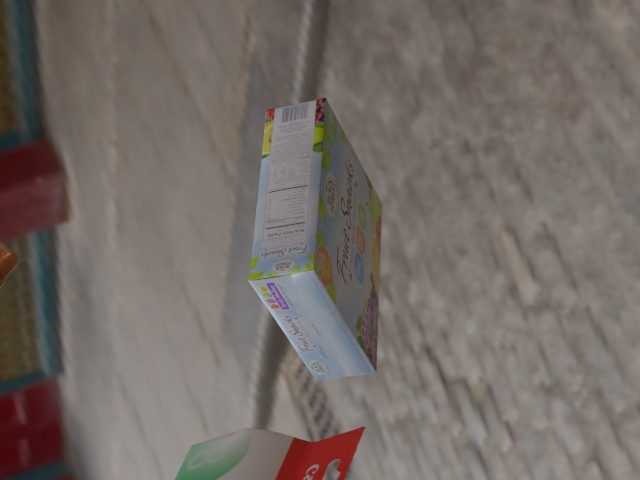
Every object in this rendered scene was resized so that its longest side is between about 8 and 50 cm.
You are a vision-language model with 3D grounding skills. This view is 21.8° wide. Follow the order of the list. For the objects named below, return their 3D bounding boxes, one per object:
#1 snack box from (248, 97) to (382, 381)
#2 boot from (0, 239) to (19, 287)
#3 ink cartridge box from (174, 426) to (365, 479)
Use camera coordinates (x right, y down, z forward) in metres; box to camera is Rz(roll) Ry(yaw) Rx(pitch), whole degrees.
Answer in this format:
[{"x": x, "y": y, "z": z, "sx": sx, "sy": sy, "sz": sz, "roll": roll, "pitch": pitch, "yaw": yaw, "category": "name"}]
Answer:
[{"x": 0.000, "y": 0.000, "z": 1.570, "sx": 0.174, "sy": 0.070, "sz": 0.207, "roll": 60, "pitch": -155, "yaw": -46, "category": "snack box"}, {"x": -0.341, "y": 0.067, "z": 1.564, "sx": 0.197, "sy": 0.152, "sz": 0.073, "roll": 44, "pitch": 171, "yaw": 48, "category": "boot"}, {"x": -0.075, "y": 0.274, "z": 1.859, "sx": 0.056, "sy": 0.224, "sz": 0.181, "roll": 56, "pitch": -150, "yaw": -19, "category": "ink cartridge box"}]
